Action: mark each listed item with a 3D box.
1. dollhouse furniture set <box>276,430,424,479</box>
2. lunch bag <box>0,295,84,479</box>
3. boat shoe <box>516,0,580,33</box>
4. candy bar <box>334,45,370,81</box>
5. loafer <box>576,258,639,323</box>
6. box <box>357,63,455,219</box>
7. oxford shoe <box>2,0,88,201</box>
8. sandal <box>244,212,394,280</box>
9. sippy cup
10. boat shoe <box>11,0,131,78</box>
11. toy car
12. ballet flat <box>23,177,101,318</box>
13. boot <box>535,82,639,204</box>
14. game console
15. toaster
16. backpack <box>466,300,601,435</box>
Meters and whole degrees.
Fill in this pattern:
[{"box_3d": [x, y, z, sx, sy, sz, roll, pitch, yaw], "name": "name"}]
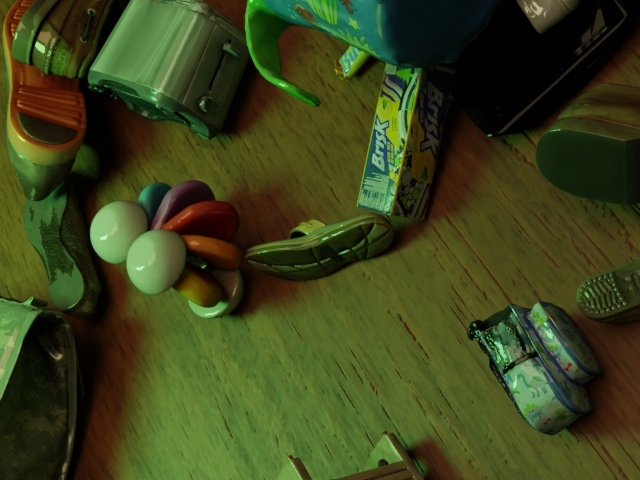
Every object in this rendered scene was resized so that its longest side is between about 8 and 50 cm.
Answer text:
[{"box_3d": [0.019, 0.305, 1.059, 0.129, 0.129, 0.183, 55, 136, 35], "name": "dollhouse furniture set"}, {"box_3d": [-0.429, 0.206, 1.345, 0.235, 0.169, 0.287, 6, 81, 35], "name": "lunch bag"}, {"box_3d": [0.193, -0.285, 1.116, 0.063, 0.066, 0.184, -44, 66, 13], "name": "boat shoe"}, {"box_3d": [0.068, -0.250, 1.239, 0.161, 0.018, 0.040, -50, 44, 27], "name": "candy bar"}, {"box_3d": [0.310, 0.040, 0.981, 0.148, 0.050, 0.056, -14, 68, 13], "name": "loafer"}, {"box_3d": [0.092, -0.111, 1.145, 0.054, 0.059, 0.169, 18, 98, 44], "name": "box"}, {"box_3d": [-0.389, -0.215, 1.488, 0.132, 0.130, 0.363, 118, 156, -44], "name": "oxford shoe"}, {"box_3d": [0.000, 0.000, 1.193, 0.180, 0.072, 0.049, -19, 48, 26], "name": "sandal"}, {"box_3d": [0.061, -0.290, 1.079, 0.224, 0.240, 0.305, 46, 140, 41], "name": "sippy cup"}, {"box_3d": [-0.306, -0.325, 1.465, 0.104, 0.110, 0.307, 24, 52, -2], "name": "boat shoe"}, {"box_3d": [-0.162, -0.003, 1.243, 0.182, 0.159, 0.136, 34, 92, 38], "name": "toy car"}, {"box_3d": [-0.340, 0.006, 1.431, 0.084, 0.058, 0.250, -38, 52, 14], "name": "ballet flat"}, {"box_3d": [0.358, -0.074, 0.957, 0.305, 0.112, 0.115, 21, 50, 26], "name": "boot"}, {"box_3d": [0.178, -0.285, 1.185, 0.213, 0.044, 0.361, -44, 55, 14], "name": "game console"}, {"box_3d": [-0.193, -0.230, 1.365, 0.227, 0.129, 0.146, 21, 82, 44], "name": "toaster"}, {"box_3d": [0.207, 0.115, 0.987, 0.084, 0.105, 0.114, -34, 63, 21], "name": "backpack"}]
